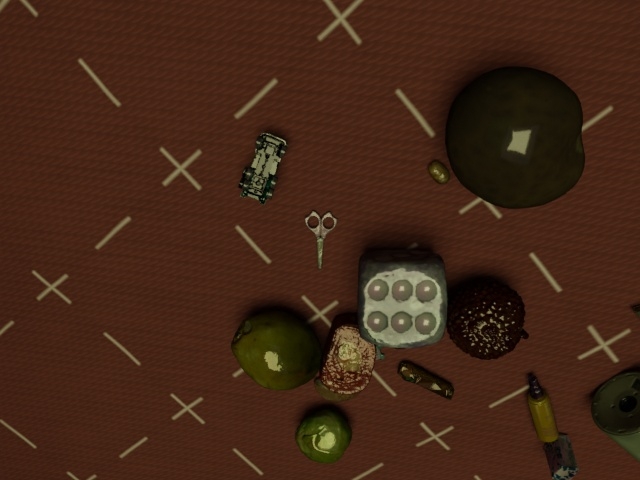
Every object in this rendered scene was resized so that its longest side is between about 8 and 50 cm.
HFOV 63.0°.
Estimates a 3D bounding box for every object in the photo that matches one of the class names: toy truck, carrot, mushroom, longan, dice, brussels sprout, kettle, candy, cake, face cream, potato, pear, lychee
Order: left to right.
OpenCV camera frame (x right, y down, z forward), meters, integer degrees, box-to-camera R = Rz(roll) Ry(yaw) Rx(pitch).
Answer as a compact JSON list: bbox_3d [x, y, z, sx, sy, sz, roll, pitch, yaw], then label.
[{"bbox_3d":[-0.177,-0.232,1.655,0.110,0.116,0.215,20,106,-4],"label":"toy truck"},{"bbox_3d":[-0.151,0.384,1.830,0.322,0.269,0.269,16,113,-13],"label":"pear"},{"bbox_3d":[0.013,0.751,2.011,0.223,0.161,0.223,-1,113,-2],"label":"brussels sprout"},{"bbox_3d":[0.080,0.562,1.976,0.210,0.072,0.094,-3,121,7],"label":"mushroom"},{"bbox_3d":[0.102,0.406,1.856,0.177,0.151,0.282,16,102,-3],"label":"cake"},{"bbox_3d":[0.254,0.177,1.667,0.270,0.271,0.269,0,98,6],"label":"dice"},{"bbox_3d":[0.393,0.520,1.935,0.229,0.069,0.069,27,112,-6],"label":"carrot"},{"bbox_3d":[0.374,-0.212,1.644,0.051,0.040,0.083,-39,105,6],"label":"potato"},{"bbox_3d":[0.549,0.260,1.703,0.300,0.264,0.264,19,113,-5],"label":"lychee"},{"bbox_3d":[0.529,-0.277,1.439,0.405,0.336,0.404,22,137,23],"label":"longan"},{"bbox_3d":[0.809,0.614,1.920,0.078,0.078,0.273,-18,110,12],"label":"face cream"},{"bbox_3d":[0.895,0.810,1.950,0.073,0.160,0.092,14,120,4],"label":"candy"},{"bbox_3d":[1.206,0.631,1.830,0.377,0.250,0.361,43,81,-14],"label":"kettle"}]

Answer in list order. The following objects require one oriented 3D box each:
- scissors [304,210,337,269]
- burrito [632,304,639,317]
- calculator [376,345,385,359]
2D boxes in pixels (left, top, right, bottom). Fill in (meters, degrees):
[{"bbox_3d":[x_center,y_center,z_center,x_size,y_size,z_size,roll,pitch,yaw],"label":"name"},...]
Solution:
[{"bbox_3d":[0.000,0.000,1.779,0.111,0.021,0.212,2,112,2],"label":"scissors"},{"bbox_3d":[1.154,0.287,1.760,0.087,0.060,0.226,-39,103,23],"label":"burrito"},{"bbox_3d":[0.165,0.422,1.938,0.141,0.019,0.094,-11,114,10],"label":"calculator"}]
